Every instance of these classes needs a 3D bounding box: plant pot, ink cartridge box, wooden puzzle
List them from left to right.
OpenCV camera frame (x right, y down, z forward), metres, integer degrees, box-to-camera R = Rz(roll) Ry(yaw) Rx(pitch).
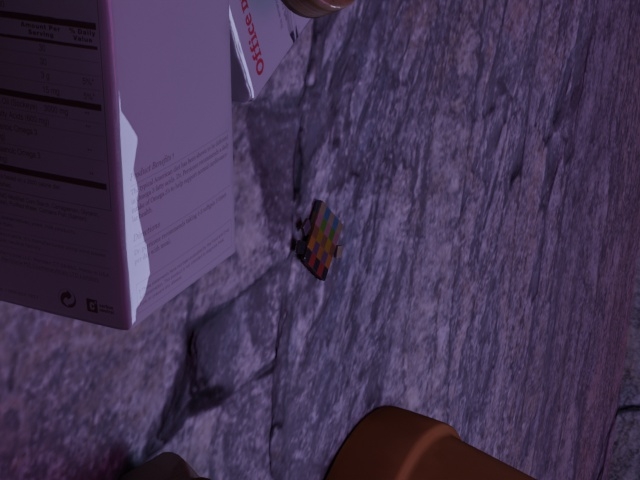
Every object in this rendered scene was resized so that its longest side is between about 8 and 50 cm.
[{"bbox_3d":[-0.045,-0.171,0.792,0.150,0.063,0.109,-59,149,-37],"label":"ink cartridge box"},{"bbox_3d":[0.000,0.000,1.036,0.083,0.006,0.049,49,55,-60],"label":"wooden puzzle"},{"bbox_3d":[0.123,0.310,1.200,0.291,0.203,0.291,10,90,-66],"label":"plant pot"}]

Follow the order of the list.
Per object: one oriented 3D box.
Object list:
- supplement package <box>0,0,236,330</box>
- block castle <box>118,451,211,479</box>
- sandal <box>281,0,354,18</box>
[{"bbox_3d":[-0.111,-0.066,0.637,0.105,0.105,0.179,-38,133,-56],"label":"supplement package"},{"bbox_3d":[-0.039,0.369,0.745,0.453,0.303,0.213,-66,146,-29],"label":"block castle"},{"bbox_3d":[-0.005,-0.246,0.719,0.088,0.079,0.240,-19,94,-48],"label":"sandal"}]
